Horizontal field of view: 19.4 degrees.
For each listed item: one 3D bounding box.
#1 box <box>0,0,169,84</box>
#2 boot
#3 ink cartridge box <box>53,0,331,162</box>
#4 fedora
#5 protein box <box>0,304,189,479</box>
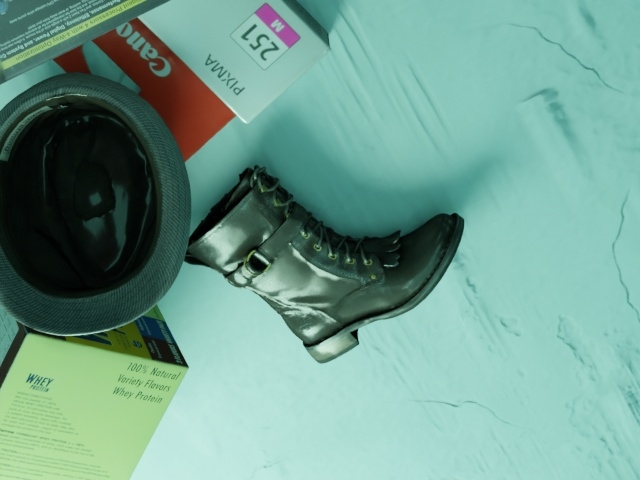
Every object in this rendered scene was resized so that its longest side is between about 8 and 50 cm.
[{"bbox_3d":[-0.220,-0.368,1.774,0.395,0.097,0.318,-26,114,4],"label":"box"},{"bbox_3d":[0.000,0.000,2.054,0.263,0.091,0.229,-40,109,17],"label":"boot"},{"bbox_3d":[-0.167,-0.227,1.970,0.239,0.060,0.275,-41,108,14],"label":"ink cartridge box"},{"bbox_3d":[-0.248,-0.036,1.991,0.244,0.124,0.275,-16,86,7],"label":"fedora"},{"bbox_3d":[-0.290,0.163,2.064,0.200,0.136,0.201,15,115,-32],"label":"protein box"}]
